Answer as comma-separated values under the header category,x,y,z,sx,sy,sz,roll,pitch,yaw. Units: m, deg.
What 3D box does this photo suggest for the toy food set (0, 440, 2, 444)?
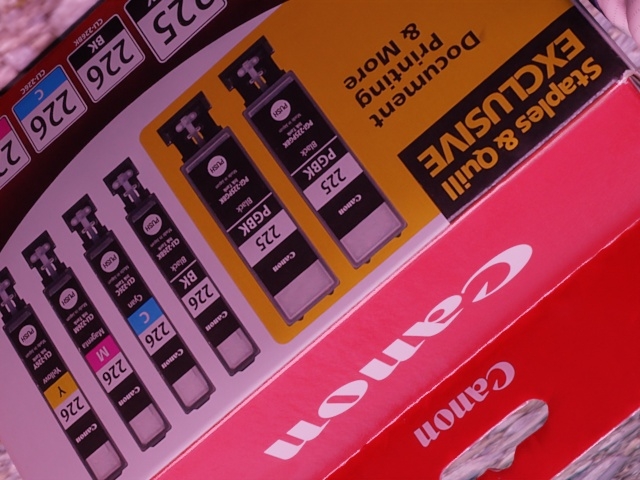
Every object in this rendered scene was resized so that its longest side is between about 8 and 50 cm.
category,x,y,z,sx,sy,sz,roll,pitch,yaw
toy food set,-0.255,0.173,1.059,0.132,0.038,0.192,-17,143,-44

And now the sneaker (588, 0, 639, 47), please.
category,x,y,z,sx,sy,sz,roll,pitch,yaw
sneaker,0.113,-0.192,0.641,0.130,0.236,0.323,-32,142,-3

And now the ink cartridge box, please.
category,x,y,z,sx,sy,sz,roll,pitch,yaw
ink cartridge box,0.000,0.000,0.810,0.309,0.272,0.130,-41,152,10
